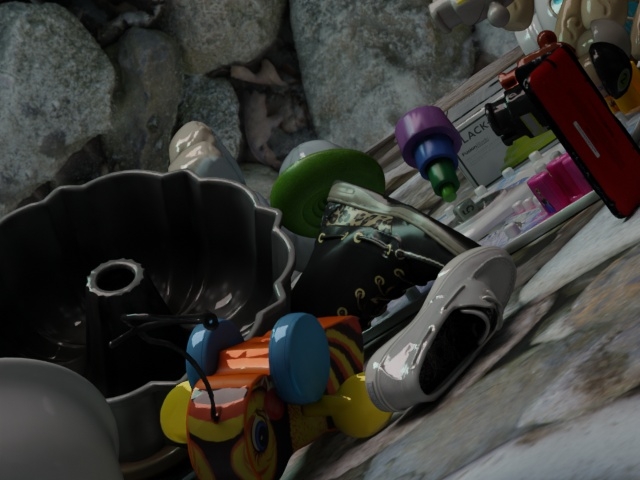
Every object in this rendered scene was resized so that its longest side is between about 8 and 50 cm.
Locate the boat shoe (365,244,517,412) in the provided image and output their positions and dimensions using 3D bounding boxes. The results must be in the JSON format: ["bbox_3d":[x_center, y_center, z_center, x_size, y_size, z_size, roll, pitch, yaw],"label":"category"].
[{"bbox_3d":[0.106,0.063,1.356,0.063,0.066,0.184,-8,22,47],"label":"boat shoe"}]

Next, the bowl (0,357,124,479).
[{"bbox_3d":[-0.262,0.245,1.364,0.298,0.134,0.298,-23,-42,-22],"label":"bowl"}]

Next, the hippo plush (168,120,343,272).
[{"bbox_3d":[-0.057,-0.020,2.243,0.236,0.294,0.234,-9,-10,0],"label":"hippo plush"}]

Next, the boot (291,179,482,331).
[{"bbox_3d":[0.053,0.054,1.641,0.236,0.085,0.179,27,88,51],"label":"boot"}]

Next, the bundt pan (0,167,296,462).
[{"bbox_3d":[-0.176,0.080,1.630,0.330,0.124,0.331,-6,38,5],"label":"bundt pan"}]

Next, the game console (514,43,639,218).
[{"bbox_3d":[0.211,-0.084,1.517,0.085,0.144,0.124,-32,7,39],"label":"game console"}]

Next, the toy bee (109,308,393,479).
[{"bbox_3d":[-0.060,0.137,1.371,0.298,0.162,0.195,1,-5,-42],"label":"toy bee"}]

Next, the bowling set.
[{"bbox_3d":[0.349,-0.300,2.181,0.287,0.154,0.200,4,-15,5],"label":"bowling set"}]

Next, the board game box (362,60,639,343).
[{"bbox_3d":[0.159,-0.029,1.858,0.390,0.050,0.390,-33,6,24],"label":"board game box"}]

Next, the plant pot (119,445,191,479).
[{"bbox_3d":[-0.213,0.139,1.850,0.263,0.263,0.229,-37,-11,-11],"label":"plant pot"}]

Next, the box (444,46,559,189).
[{"bbox_3d":[0.242,-0.156,2.238,0.169,0.087,0.290,-35,5,9],"label":"box"}]

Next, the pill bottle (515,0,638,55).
[{"bbox_3d":[0.402,-0.337,2.484,0.264,0.146,0.146,-32,6,27],"label":"pill bottle"}]

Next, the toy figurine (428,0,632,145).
[{"bbox_3d":[0.216,-0.220,1.795,0.148,0.209,0.213,-26,9,18],"label":"toy figurine"}]

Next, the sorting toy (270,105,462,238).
[{"bbox_3d":[0.000,0.000,1.884,0.365,0.127,0.126,-31,49,16],"label":"sorting toy"}]
